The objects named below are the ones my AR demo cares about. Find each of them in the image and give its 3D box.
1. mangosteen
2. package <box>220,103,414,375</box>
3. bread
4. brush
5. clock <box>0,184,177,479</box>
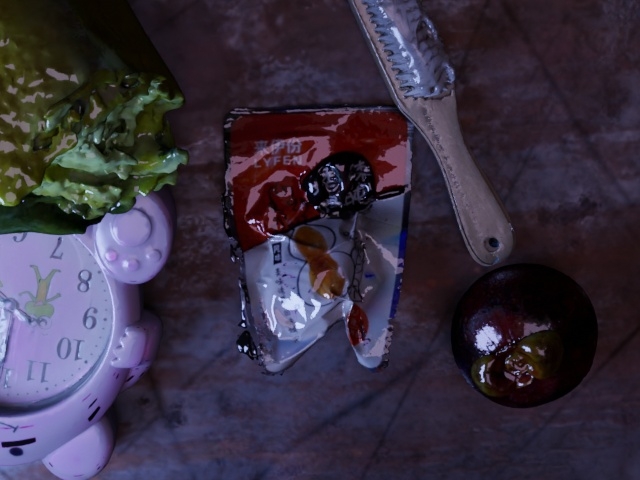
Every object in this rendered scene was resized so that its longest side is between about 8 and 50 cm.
[{"bbox_3d":[0.203,0.098,1.243,0.153,0.152,0.152,-1,103,-4],"label":"mangosteen"},{"bbox_3d":[0.000,0.000,1.251,0.194,0.071,0.269,-2,85,-14],"label":"package"},{"bbox_3d":[-0.291,-0.186,1.063,0.251,0.208,0.376,-29,80,-20],"label":"bread"},{"bbox_3d":[0.119,-0.120,1.226,0.070,0.065,0.327,-28,105,-8],"label":"brush"},{"bbox_3d":[-0.301,0.068,1.220,0.296,0.113,0.322,10,103,-7],"label":"clock"}]
